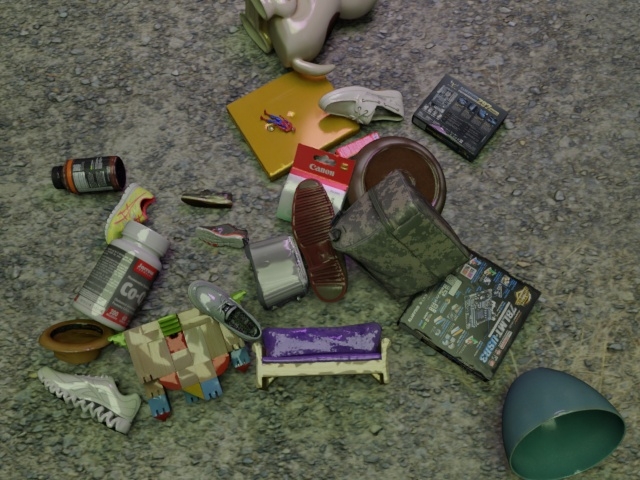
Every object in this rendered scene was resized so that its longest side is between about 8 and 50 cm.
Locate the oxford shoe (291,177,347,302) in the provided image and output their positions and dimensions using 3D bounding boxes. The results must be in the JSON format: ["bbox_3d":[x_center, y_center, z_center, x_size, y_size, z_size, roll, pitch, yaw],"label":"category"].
[{"bbox_3d":[0.000,0.000,1.705,0.123,0.130,0.348,-10,87,11],"label":"oxford shoe"}]

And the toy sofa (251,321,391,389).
[{"bbox_3d":[0.004,0.305,1.625,0.362,0.150,0.177,-2,75,1],"label":"toy sofa"}]

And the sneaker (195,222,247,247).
[{"bbox_3d":[-0.288,-0.021,1.783,0.158,0.061,0.065,13,48,4],"label":"sneaker"}]

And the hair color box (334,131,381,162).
[{"bbox_3d":[0.114,-0.270,1.828,0.141,0.072,0.043,-24,75,-7],"label":"hair color box"}]

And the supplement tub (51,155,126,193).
[{"bbox_3d":[-0.692,-0.195,1.807,0.198,0.106,0.106,-4,74,0],"label":"supplement tub"}]

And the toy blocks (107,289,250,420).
[{"bbox_3d":[-0.343,0.319,1.628,0.381,0.191,0.261,-19,86,-12],"label":"toy blocks"}]

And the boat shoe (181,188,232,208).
[{"bbox_3d":[-0.338,-0.128,1.810,0.152,0.056,0.049,7,69,-7],"label":"boat shoe"}]

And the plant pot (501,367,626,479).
[{"bbox_3d":[0.580,0.441,1.533,0.290,0.290,0.195,-12,38,-2],"label":"plant pot"}]

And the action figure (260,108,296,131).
[{"bbox_3d":[-0.126,-0.359,1.833,0.115,0.030,0.038,27,70,6],"label":"action figure"}]

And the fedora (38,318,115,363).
[{"bbox_3d":[-0.666,0.285,1.661,0.194,0.194,0.079,8,109,4],"label":"fedora"}]

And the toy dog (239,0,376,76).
[{"bbox_3d":[-0.002,-0.742,1.861,0.408,0.284,0.395,-35,73,-12],"label":"toy dog"}]

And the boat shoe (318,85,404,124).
[{"bbox_3d":[0.132,-0.397,1.817,0.277,0.098,0.096,-6,70,-20],"label":"boat shoe"}]

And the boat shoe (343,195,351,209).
[{"bbox_3d":[0.046,-0.138,1.802,0.178,0.064,0.060,15,39,2],"label":"boat shoe"}]

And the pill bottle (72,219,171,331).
[{"bbox_3d":[-0.547,0.096,1.690,0.161,0.161,0.283,26,77,8],"label":"pill bottle"}]

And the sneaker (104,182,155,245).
[{"bbox_3d":[-0.559,-0.067,1.781,0.094,0.081,0.208,22,75,5],"label":"sneaker"}]

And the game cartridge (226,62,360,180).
[{"bbox_3d":[-0.085,-0.375,1.878,0.323,0.053,0.285,-29,75,-10],"label":"game cartridge"}]

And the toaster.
[{"bbox_3d":[-0.122,0.077,1.703,0.146,0.129,0.227,-17,72,-4],"label":"toaster"}]

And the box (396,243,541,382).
[{"bbox_3d":[0.413,0.190,1.689,0.293,0.073,0.295,32,77,9],"label":"box"}]

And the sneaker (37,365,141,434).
[{"bbox_3d":[-0.623,0.408,1.640,0.292,0.110,0.118,29,69,1],"label":"sneaker"}]

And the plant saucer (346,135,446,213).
[{"bbox_3d":[0.230,-0.160,1.766,0.310,0.050,0.311,1,82,-10],"label":"plant saucer"}]

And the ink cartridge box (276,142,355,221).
[{"bbox_3d":[-0.015,-0.145,1.744,0.181,0.056,0.225,19,114,7],"label":"ink cartridge box"}]

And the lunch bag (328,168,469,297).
[{"bbox_3d":[0.202,0.000,1.617,0.256,0.305,0.212,-40,34,14],"label":"lunch bag"}]

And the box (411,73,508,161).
[{"bbox_3d":[0.426,-0.378,1.859,0.232,0.059,0.183,36,78,11],"label":"box"}]

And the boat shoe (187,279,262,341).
[{"bbox_3d":[-0.239,0.179,1.556,0.227,0.081,0.079,41,70,-15],"label":"boat shoe"}]
